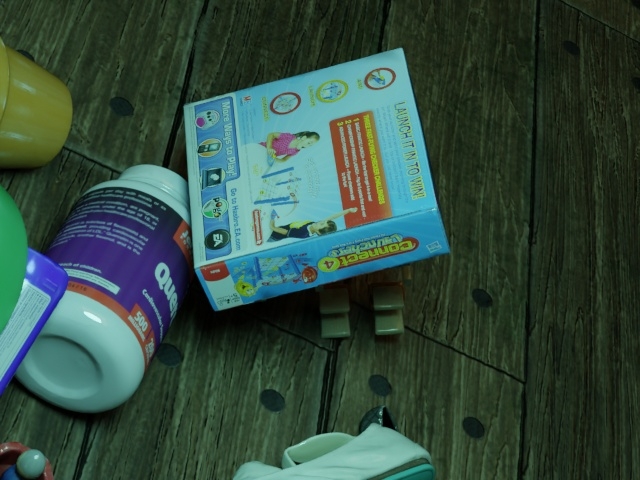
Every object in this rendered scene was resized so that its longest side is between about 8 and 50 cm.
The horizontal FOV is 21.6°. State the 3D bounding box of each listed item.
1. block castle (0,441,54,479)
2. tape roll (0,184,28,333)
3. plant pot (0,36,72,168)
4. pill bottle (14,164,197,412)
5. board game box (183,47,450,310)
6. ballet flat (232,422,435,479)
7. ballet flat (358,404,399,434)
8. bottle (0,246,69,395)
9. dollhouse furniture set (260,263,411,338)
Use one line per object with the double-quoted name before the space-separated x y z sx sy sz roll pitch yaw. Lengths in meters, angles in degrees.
"block castle" -0.425 0.384 1.652 0.453 0.213 0.303 -12 62 -41
"tape roll" -0.481 0.037 1.852 0.077 0.321 0.321 53 21 -52
"plant pot" -0.430 -0.174 2.159 0.188 0.205 0.205 15 45 -46
"pill bottle" -0.257 0.049 2.086 0.181 0.181 0.323 33 42 -8
"board game box" -0.012 -0.081 2.120 0.302 0.086 0.308 -14 45 6
"ballet flat" -0.029 0.316 2.077 0.400 0.139 0.139 -14 64 -43
"ballet flat" 0.103 0.299 2.228 0.057 0.049 0.173 -12 62 -41
"bottle" -0.397 0.130 1.880 0.118 0.283 0.092 24 -11 42
"dollhouse furniture set" 0.000 0.000 2.280 0.259 0.262 0.135 -4 48 0
